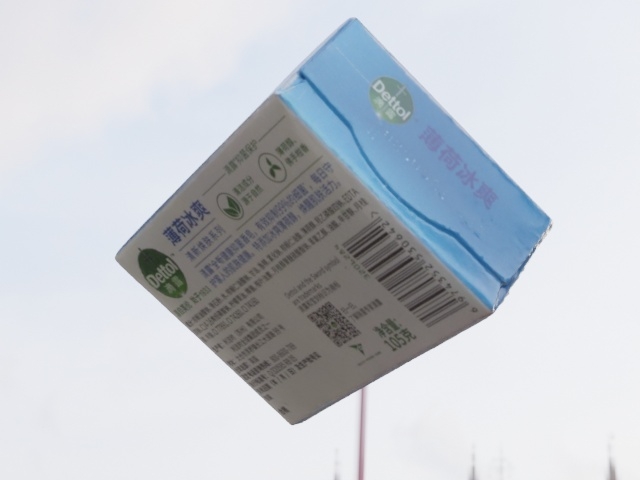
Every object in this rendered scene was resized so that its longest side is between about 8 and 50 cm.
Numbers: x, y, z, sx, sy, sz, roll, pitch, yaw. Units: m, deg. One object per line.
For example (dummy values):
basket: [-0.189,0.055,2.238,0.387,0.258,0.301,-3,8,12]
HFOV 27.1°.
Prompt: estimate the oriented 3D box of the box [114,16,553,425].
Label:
box: [0.000,0.001,0.667,0.139,0.073,0.194,45,-37,-6]
